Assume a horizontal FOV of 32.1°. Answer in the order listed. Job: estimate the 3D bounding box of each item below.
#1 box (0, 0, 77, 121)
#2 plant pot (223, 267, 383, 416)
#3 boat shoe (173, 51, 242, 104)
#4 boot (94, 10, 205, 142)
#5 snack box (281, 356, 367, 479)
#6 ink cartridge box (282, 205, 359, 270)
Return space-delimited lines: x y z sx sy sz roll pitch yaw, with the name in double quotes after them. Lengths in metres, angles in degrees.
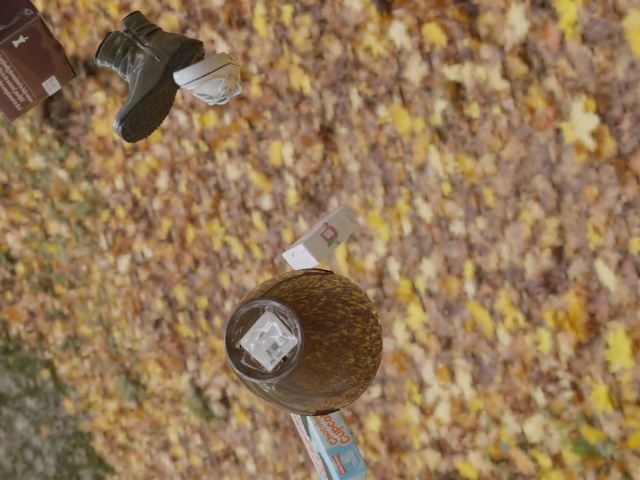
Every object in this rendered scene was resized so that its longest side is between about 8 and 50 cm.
-0.545 -0.383 1.680 0.381 0.143 0.191 48 171 18 "box"
-0.042 0.136 1.507 0.230 0.215 0.215 23 -130 -75 "plant pot"
-0.165 -0.256 1.781 0.076 0.083 0.226 68 -161 -8 "boat shoe"
-0.321 -0.279 1.895 0.161 0.246 0.083 24 149 16 "boot"
-0.009 0.320 2.011 0.187 0.060 0.322 89 156 -58 "snack box"
0.000 0.000 2.042 0.052 0.122 0.088 52 150 -6 "ink cartridge box"
